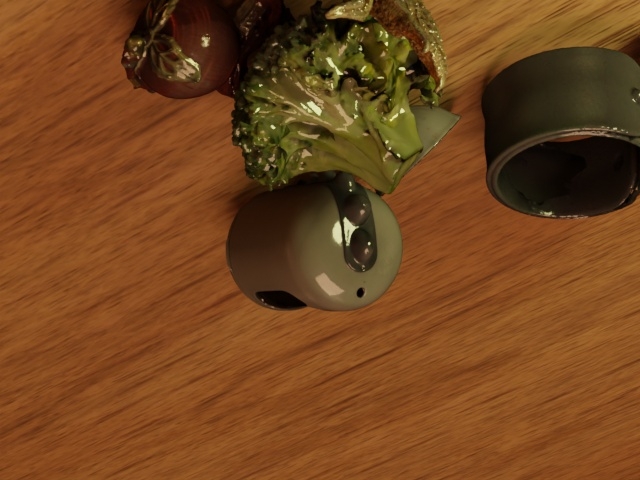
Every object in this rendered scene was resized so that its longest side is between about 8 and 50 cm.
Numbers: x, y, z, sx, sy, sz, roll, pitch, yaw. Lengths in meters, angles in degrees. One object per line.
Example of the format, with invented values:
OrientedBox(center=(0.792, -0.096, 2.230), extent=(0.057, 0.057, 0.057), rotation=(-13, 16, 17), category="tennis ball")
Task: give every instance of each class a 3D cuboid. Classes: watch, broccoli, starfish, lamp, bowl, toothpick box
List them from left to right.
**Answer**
OrientedBox(center=(-0.170, -0.288, 1.725), extent=(0.215, 0.151, 0.223), rotation=(-43, 169, 35), category="lamp")
OrientedBox(center=(0.000, 0.000, 1.960), extent=(0.229, 0.229, 0.316), rotation=(13, 172, -26), category="toothpick box")
OrientedBox(center=(0.026, -0.207, 1.765), extent=(0.272, 0.324, 0.334), rotation=(28, 131, -7), category="broccoli")
OrientedBox(center=(0.095, -0.318, 1.608), extent=(0.302, 0.293, 0.084), rotation=(18, 132, -31), category="starfish")
OrientedBox(center=(0.128, -0.161, 1.946), extent=(0.086, 0.189, 0.189), rotation=(44, 125, -3), category="bowl")
OrientedBox(center=(0.421, -0.147, 1.942), extent=(0.327, 0.314, 0.335), rotation=(-1, 153, 9), category="watch")
